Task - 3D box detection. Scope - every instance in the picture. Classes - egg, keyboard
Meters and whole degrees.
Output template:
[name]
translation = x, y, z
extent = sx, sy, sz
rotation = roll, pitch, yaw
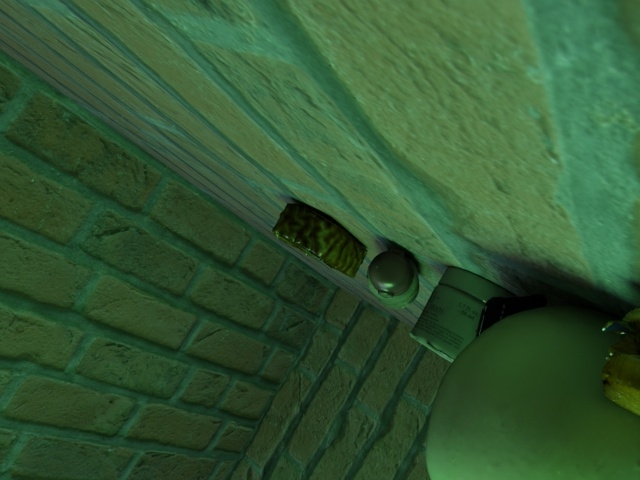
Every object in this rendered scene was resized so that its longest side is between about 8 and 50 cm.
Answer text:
[egg]
translation = 0.298, 0.238, 0.734
extent = 0.283, 0.344, 0.283
rotation = 50, 155, 34
[keyboard]
translation = 0.291, 0.190, 0.904
extent = 0.106, 0.263, 0.016
rotation = -3, -145, -4

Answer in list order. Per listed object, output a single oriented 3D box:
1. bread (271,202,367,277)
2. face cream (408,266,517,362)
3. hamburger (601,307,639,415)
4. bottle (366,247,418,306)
[bread]
translation = 0.000, 0.000, 1.351
extent = 0.181, 0.096, 0.222
rotation = 26, 174, 38
[face cream]
translation = 0.273, 0.156, 1.022
extent = 0.177, 0.153, 0.177
rotation = 32, 174, 4
[hamburger]
translation = 0.372, 0.134, 0.522
extent = 0.181, 0.118, 0.191
rotation = 28, 178, -1
[bottle]
translation = 0.156, 0.082, 1.200
extent = 0.109, 0.110, 0.233
rotation = 29, 174, 16
